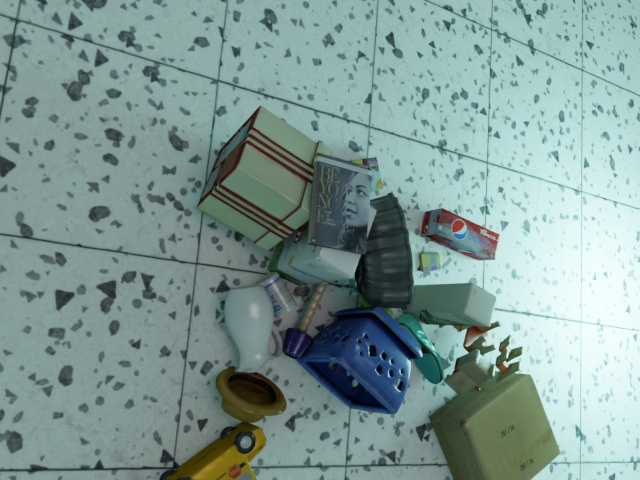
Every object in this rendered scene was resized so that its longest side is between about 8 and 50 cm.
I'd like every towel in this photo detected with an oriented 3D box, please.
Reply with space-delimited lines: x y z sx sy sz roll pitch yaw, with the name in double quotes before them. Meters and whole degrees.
"towel" 0.347 0.068 2.050 0.083 0.009 0.060 -4 84 -32

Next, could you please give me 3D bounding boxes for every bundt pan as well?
"bundt pan" 0.155 0.039 1.779 0.124 0.331 0.331 -8 87 -6

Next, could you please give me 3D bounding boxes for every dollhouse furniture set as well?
"dollhouse furniture set" 0.468 0.336 1.980 0.262 0.135 0.259 43 36 -5

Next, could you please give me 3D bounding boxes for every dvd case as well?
"dvd case" 0.049 -0.087 1.559 0.164 0.018 0.221 11 77 -31

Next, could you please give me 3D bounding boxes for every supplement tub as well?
"supplement tub" -0.117 0.144 1.723 0.071 0.071 0.107 -36 101 -30

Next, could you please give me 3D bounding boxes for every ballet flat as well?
"ballet flat" 0.312 0.318 1.956 0.247 0.083 0.087 55 47 -15

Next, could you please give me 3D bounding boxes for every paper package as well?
"paper package" 0.540 0.604 2.002 0.324 0.168 0.310 -26 98 -32

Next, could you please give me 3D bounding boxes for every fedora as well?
"fedora" -0.183 0.398 1.622 0.194 0.194 0.079 18 109 -28

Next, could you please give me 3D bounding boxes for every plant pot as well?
"plant pot" 0.116 0.309 1.745 0.236 0.236 0.212 46 63 -16

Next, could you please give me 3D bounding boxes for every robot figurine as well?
"robot figurine" 0.163 0.214 1.884 0.115 0.067 0.101 28 97 -25

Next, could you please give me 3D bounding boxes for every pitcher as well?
"pitcher" -0.164 0.219 1.668 0.177 0.125 0.207 -9 92 -60

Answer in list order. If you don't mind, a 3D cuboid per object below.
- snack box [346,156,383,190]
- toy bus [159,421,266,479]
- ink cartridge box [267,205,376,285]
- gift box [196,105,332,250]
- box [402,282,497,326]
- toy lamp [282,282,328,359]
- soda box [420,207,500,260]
"snack box" 0.113 -0.190 1.928 0.141 0.037 0.100 -12 91 -32
"toy bus" -0.272 0.576 1.547 0.332 0.108 0.130 -31 100 -31
"ink cartridge box" 0.000 0.000 1.692 0.117 0.278 0.201 29 69 -24
"gift box" -0.135 -0.145 1.656 0.258 0.276 0.255 30 56 -20
"box" 0.372 0.188 1.892 0.113 0.275 0.094 28 72 -25
"toy lamp" -0.027 0.190 1.767 0.080 0.080 0.275 32 67 -24
"soda box" 0.451 -0.017 2.082 0.263 0.083 0.092 22 73 -28
